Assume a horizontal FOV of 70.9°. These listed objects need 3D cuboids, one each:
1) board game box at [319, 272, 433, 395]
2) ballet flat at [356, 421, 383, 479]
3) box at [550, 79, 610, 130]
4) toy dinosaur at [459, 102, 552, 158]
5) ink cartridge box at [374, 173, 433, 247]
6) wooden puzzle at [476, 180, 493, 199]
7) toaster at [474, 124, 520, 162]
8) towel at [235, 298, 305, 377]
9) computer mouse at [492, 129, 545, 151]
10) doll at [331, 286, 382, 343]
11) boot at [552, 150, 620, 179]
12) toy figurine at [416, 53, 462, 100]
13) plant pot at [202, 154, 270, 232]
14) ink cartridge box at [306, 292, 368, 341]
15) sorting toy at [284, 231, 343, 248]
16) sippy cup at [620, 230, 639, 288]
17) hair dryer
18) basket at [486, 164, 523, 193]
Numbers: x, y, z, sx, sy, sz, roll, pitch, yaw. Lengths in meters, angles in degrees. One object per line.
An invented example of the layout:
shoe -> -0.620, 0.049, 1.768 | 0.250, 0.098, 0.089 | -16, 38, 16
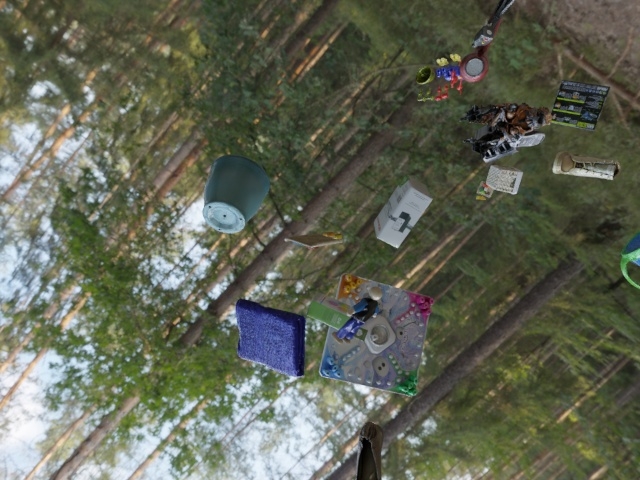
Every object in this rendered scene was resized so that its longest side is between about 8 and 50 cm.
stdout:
board game box -> 0.224, 0.356, 1.698 | 0.390, 0.389, 0.050 | 17, 167, -13
ballet flat -> 0.116, 0.566, 1.070 | 0.058, 0.084, 0.249 | 37, -128, -53
box -> 1.113, -0.584, 1.943 | 0.191, 0.184, 0.045 | 20, -159, 27
toy dinosaur -> 0.586, -0.378, 1.459 | 0.322, 0.218, 0.164 | 160, 87, -80
ink cartridge box -> 0.273, -0.100, 1.516 | 0.087, 0.208, 0.153 | 28, -156, -10
wooden puzzle -> 0.839, -0.259, 2.281 | 0.079, 0.116, 0.014 | 15, -160, 14
toaster -> 0.840, -0.478, 2.144 | 0.185, 0.168, 0.110 | 46, -130, -27
towel -> -0.174, 0.335, 1.580 | 0.308, 0.227, 0.076 | 8, -167, 40
computer mouse -> 0.769, -0.394, 1.739 | 0.106, 0.193, 0.042 | 98, 162, -59
doll -> 0.109, 0.206, 1.244 | 0.129, 0.189, 0.046 | 19, -157, -49
boot -> 0.895, -0.249, 1.512 | 0.213, 0.077, 0.165 | -5, -160, -40
toy figurine -> 0.668, -0.806, 2.246 | 0.217, 0.191, 0.362 | -11, -168, -22
plant pot -> -0.379, -0.181, 1.916 | 0.272, 0.272, 0.255 | 35, -136, -23
ink cartridge box -> 0.068, 0.253, 1.513 | 0.209, 0.062, 0.109 | 24, -168, 9
sorting toy -> 0.000, 0.000, 2.315 | 0.307, 0.041, 0.229 | -9, -165, -44
sippy cup -> 1.313, 0.050, 1.682 | 0.224, 0.305, 0.240 | 46, -133, 12
hair dryer -> 0.464, -0.540, 1.237 | 0.080, 0.223, 0.293 | 34, 168, 5
basket -> 0.879, -0.299, 2.162 | 0.103, 0.113, 0.167 | 10, -162, -2
